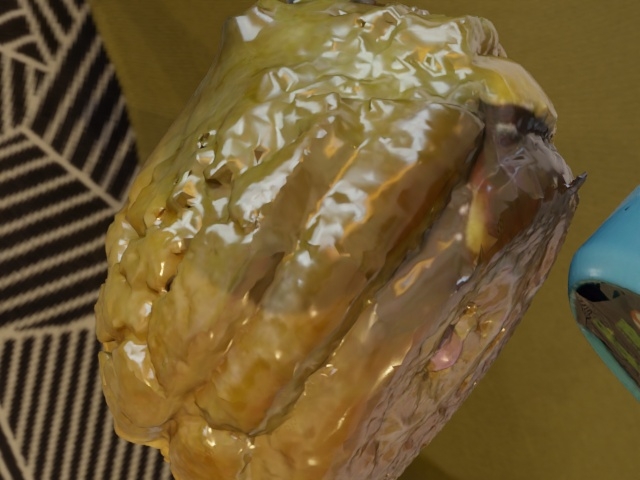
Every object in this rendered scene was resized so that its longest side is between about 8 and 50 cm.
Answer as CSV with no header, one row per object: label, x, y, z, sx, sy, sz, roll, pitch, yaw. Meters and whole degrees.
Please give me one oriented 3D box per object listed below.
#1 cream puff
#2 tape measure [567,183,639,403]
cream puff,0.000,0.000,0.426,0.129,0.189,0.189,33,83,17
tape measure,0.130,0.032,0.356,0.081,0.146,0.125,-44,82,-9
